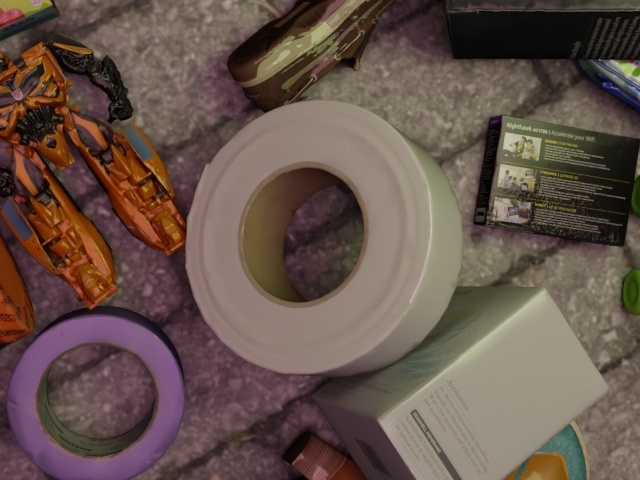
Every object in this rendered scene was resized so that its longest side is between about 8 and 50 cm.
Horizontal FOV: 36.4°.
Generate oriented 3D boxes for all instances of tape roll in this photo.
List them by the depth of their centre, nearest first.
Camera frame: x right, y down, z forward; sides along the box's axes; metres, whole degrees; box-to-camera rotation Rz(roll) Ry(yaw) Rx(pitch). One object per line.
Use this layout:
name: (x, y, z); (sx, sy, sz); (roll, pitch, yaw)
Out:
tape roll: (0.000, 0.000, 1.021); (0.286, 0.100, 0.286); (-5, 80, 26)
tape roll: (-0.245, 0.170, 1.082); (0.189, 0.080, 0.189); (-1, 93, -10)

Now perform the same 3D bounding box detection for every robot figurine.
robot figurine: (-0.274, -0.084, 1.058); (0.211, 0.085, 0.291); (-36, 98, -9)

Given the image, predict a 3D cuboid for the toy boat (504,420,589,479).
toy boat: (0.263, 0.349, 1.137); (0.318, 0.148, 0.267); (36, 87, -9)

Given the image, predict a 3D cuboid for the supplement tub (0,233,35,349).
supplement tub: (-0.478, 0.092, 0.977); (0.338, 0.207, 0.207); (-25, 97, -6)

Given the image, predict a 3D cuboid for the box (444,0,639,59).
box: (0.285, -0.354, 1.029); (0.294, 0.183, 0.296); (3, 85, 9)

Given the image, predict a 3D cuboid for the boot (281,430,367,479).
boot: (-0.017, 0.338, 1.134); (0.152, 0.073, 0.197); (44, 89, -13)

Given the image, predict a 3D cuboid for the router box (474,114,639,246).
router box: (0.284, -0.070, 1.166); (0.179, 0.046, 0.133); (9, 92, -10)

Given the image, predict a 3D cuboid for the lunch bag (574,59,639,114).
lunch bag: (0.420, -0.219, 1.134); (0.219, 0.090, 0.176); (34, 89, 7)

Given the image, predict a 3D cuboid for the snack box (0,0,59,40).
snack box: (-0.404, -0.304, 1.033); (0.174, 0.070, 0.207); (-26, 95, -6)

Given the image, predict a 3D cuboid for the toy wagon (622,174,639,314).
toy wagon: (0.515, -0.028, 1.193); (0.267, 0.068, 0.344); (3, 93, -9)

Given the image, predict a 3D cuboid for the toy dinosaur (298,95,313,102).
toy dinosaur: (-0.025, -0.127, 1.106); (0.082, 0.090, 0.047); (-16, 112, 26)

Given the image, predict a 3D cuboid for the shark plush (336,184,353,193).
shark plush: (0.066, -0.042, 1.122); (0.073, 0.067, 0.161); (-22, 96, -7)

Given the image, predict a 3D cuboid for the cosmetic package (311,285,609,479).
cosmetic package: (0.140, 0.163, 1.051); (0.225, 0.224, 0.138); (-35, 98, -16)

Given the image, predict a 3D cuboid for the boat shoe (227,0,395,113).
boat shoe: (0.017, -0.236, 1.103); (0.257, 0.095, 0.095); (-37, 122, -6)
